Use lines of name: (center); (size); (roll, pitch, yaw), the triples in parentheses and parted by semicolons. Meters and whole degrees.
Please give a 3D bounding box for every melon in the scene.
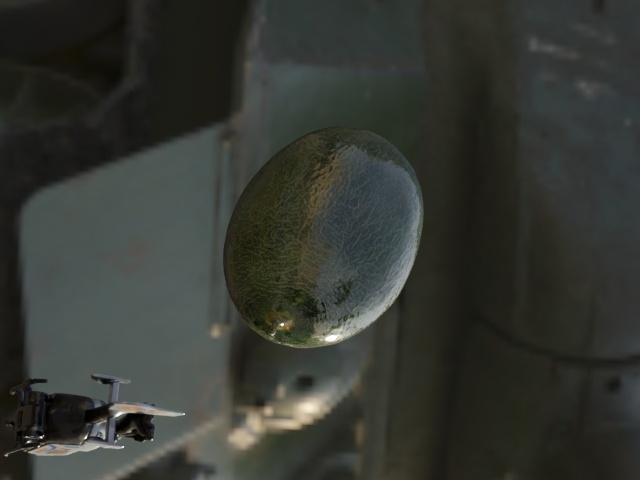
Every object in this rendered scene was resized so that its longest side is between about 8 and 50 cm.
melon: (0.000, 0.000, 1.143); (0.114, 0.114, 0.167); (95, 17, -48)

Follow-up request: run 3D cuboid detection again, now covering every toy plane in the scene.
toy plane: (-0.170, 0.127, 1.326); (0.197, 0.078, 0.053); (-23, -121, 58)
